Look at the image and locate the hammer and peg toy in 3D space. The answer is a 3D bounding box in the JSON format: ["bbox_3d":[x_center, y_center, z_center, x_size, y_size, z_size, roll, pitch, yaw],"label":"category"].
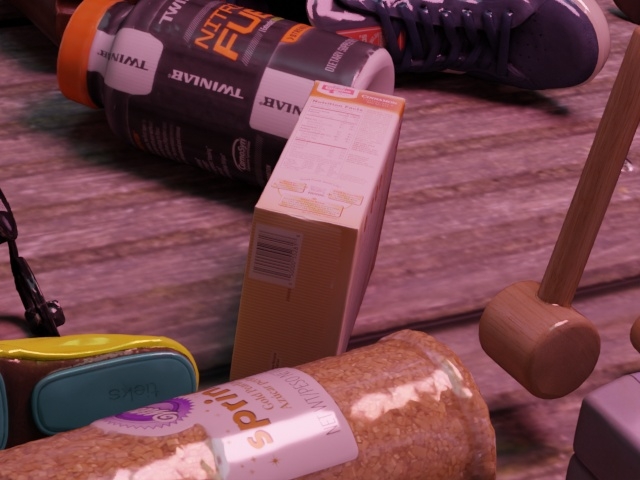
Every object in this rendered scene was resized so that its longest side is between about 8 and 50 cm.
[{"bbox_3d":[0.294,0.004,1.023,0.361,0.266,0.127,-8,35,-26],"label":"hammer and peg toy"}]

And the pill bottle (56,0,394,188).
[{"bbox_3d":[-0.077,-0.117,1.256,0.245,0.130,0.130,17,33,14],"label":"pill bottle"}]

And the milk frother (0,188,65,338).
[{"bbox_3d":[-0.249,0.026,1.026,0.134,0.129,0.143,-30,70,3],"label":"milk frother"}]

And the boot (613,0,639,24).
[{"bbox_3d":[0.356,-0.253,1.667,0.106,0.037,0.114,27,37,5],"label":"boot"}]

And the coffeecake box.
[{"bbox_3d":[0.000,0.000,1.073,0.068,0.142,0.185,13,31,6],"label":"coffeecake box"}]

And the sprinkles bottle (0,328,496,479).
[{"bbox_3d":[-0.078,0.142,0.848,0.355,0.121,0.121,-13,38,-32],"label":"sprinkles bottle"}]

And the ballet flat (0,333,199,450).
[{"bbox_3d":[-0.186,0.091,0.964,0.231,0.077,0.077,-4,13,-25],"label":"ballet flat"}]

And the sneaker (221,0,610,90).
[{"bbox_3d":[0.072,-0.186,1.424,0.350,0.131,0.148,17,39,23],"label":"sneaker"}]

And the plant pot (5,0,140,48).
[{"bbox_3d":[-0.209,-0.242,1.409,0.167,0.167,0.165,-13,46,-32],"label":"plant pot"}]

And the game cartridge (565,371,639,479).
[{"bbox_3d":[0.215,0.237,0.664,0.068,0.230,0.355,-11,37,-29],"label":"game cartridge"}]
